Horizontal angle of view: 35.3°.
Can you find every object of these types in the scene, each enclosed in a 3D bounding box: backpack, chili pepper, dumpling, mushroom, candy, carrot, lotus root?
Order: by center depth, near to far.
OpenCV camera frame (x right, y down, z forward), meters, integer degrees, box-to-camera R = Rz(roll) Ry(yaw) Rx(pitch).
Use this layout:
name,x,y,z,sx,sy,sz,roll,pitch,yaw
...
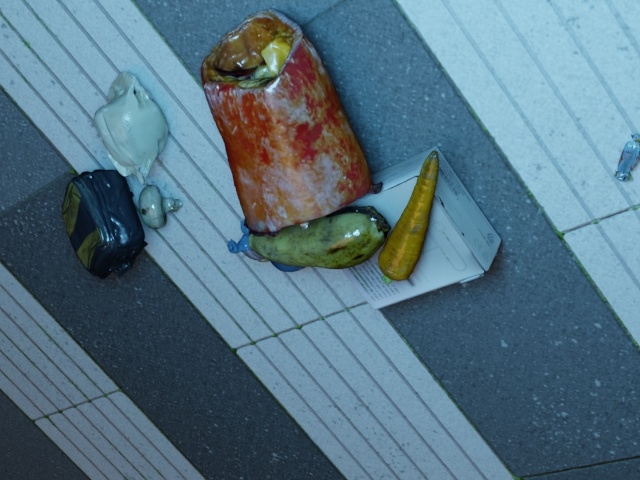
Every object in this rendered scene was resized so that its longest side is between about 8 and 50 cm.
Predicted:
name,x,y,z,sx,sy,sz,roll,pitch,yaw
candy,0.453,-0.119,1.471,0.030,0.020,0.083,22,132,10
carrot,0.145,-0.033,1.552,0.061,0.061,0.256,24,124,8
chili pepper,-0.070,-0.172,1.555,0.229,0.251,0.305,-27,117,-1
lotus root,0.000,0.000,1.619,0.259,0.110,0.097,-5,85,37
dumpling,-0.340,-0.196,1.772,0.136,0.118,0.199,4,102,43
mushroom,-0.301,-0.065,1.892,0.079,0.085,0.085,-8,128,-2
backpack,-0.418,-0.023,1.921,0.206,0.133,0.258,65,148,12

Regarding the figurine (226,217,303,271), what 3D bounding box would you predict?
name,x,y,z,sx,sy,sz,roll,pitch,yaw
figurine,-0.084,-0.017,1.775,0.114,0.178,0.144,-42,59,33

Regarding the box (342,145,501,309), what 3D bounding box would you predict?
name,x,y,z,sx,sy,sz,roll,pitch,yaw
box,0.138,-0.014,1.669,0.252,0.106,0.203,-23,113,38
